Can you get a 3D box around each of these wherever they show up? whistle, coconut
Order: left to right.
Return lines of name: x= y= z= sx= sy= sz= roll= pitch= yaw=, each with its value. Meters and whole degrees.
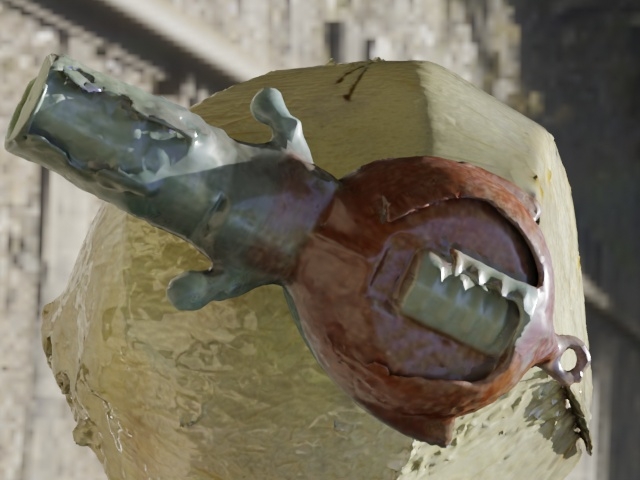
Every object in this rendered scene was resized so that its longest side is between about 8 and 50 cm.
coconut: x=-0.006 y=0.060 z=1.330 sx=0.346 sy=0.360 sz=0.346 roll=-6 pitch=90 yaw=-77
whistle: x=0.001 y=-0.001 z=1.059 sx=0.142 sy=0.346 sz=0.134 roll=-60 pitch=-162 yaw=11
